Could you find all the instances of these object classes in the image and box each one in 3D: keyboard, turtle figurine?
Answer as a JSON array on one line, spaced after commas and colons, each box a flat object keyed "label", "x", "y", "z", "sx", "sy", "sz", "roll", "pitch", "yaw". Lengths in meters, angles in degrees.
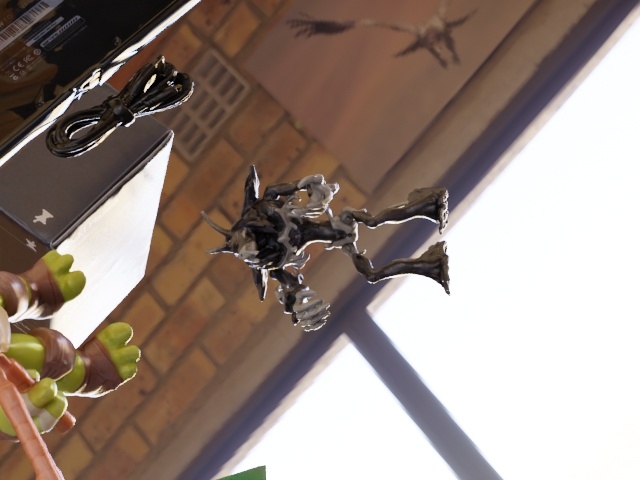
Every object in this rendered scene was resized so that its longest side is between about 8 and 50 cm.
[{"label": "keyboard", "x": -0.109, "y": -0.072, "z": 0.394, "sx": 0.180, "sy": 0.108, "sz": 0.023, "roll": -46, "pitch": -19, "yaw": -21}, {"label": "turtle figurine", "x": -0.198, "y": 0.061, "z": 0.561, "sx": 0.087, "sy": 0.269, "sz": 0.217, "roll": -58, "pitch": -21, "yaw": 8}]

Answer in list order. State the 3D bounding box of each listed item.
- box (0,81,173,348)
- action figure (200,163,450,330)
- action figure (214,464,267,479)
[{"label": "box", "x": -0.355, "y": -0.074, "z": 1.025, "sx": 0.179, "sy": 0.343, "sz": 0.312, "roll": -51, "pitch": -6, "yaw": -31}, {"label": "action figure", "x": 0.000, "y": 0.000, "z": 1.042, "sx": 0.141, "sy": 0.275, "sz": 0.164, "roll": -73, "pitch": -20, "yaw": -74}, {"label": "action figure", "x": -0.148, "y": 0.251, "z": 0.763, "sx": 0.232, "sy": 0.137, "sz": 0.063, "roll": -5, "pitch": -2, "yaw": 2}]
